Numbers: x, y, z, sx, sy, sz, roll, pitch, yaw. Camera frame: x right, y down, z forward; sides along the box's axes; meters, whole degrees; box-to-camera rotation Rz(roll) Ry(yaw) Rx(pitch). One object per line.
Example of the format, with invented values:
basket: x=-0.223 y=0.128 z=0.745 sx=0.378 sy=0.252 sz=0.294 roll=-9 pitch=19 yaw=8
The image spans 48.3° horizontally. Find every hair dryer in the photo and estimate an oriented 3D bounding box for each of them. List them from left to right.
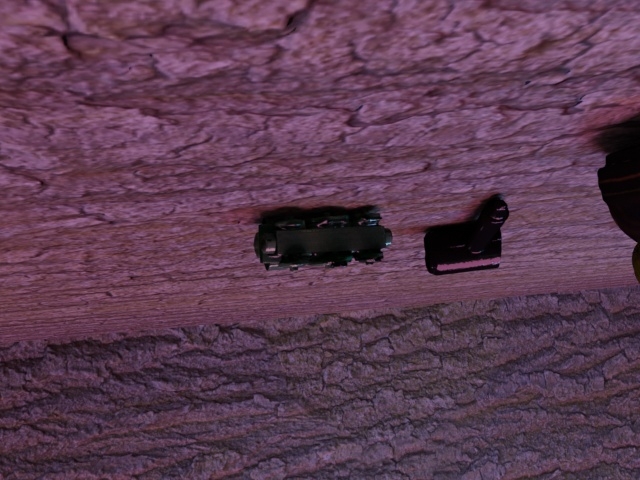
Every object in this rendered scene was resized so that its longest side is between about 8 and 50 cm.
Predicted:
hair dryer: x=0.214 y=-0.007 z=1.005 sx=0.114 sy=0.071 sz=0.248 roll=-7 pitch=166 yaw=1

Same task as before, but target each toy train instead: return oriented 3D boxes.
toy train: x=0.000 y=0.000 z=0.896 sx=0.178 sy=0.071 sz=0.104 roll=-3 pitch=180 yaw=-25

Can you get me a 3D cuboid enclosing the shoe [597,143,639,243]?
shoe: x=0.431 y=0.013 z=0.739 sx=0.383 sy=0.237 sz=0.171 roll=3 pitch=166 yaw=-45

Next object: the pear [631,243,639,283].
pear: x=0.656 y=0.046 z=1.177 sx=0.212 sy=0.213 sz=0.269 roll=2 pitch=180 yaw=-39
